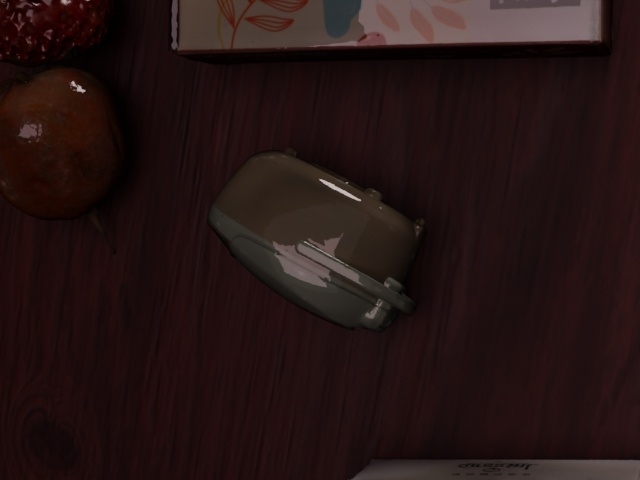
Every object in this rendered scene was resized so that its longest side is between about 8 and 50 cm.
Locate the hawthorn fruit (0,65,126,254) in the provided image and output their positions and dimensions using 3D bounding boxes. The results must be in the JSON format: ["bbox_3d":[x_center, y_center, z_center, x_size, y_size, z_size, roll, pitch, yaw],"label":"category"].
[{"bbox_3d":[-0.248,-0.083,1.216,0.149,0.149,0.189,-34,82,15],"label":"hawthorn fruit"}]

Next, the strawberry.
[{"bbox_3d":[-0.266,-0.216,1.226,0.145,0.145,0.086,-8,112,16],"label":"strawberry"}]

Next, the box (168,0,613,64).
[{"bbox_3d":[0.062,-0.335,1.126,0.385,0.122,0.344,1,92,16],"label":"box"}]

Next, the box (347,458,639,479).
[{"bbox_3d":[0.159,0.297,1.126,0.261,0.111,0.194,-2,92,14],"label":"box"}]

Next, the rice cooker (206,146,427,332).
[{"bbox_3d":[0.000,0.000,1.147,0.206,0.145,0.127,25,88,12],"label":"rice cooker"}]
